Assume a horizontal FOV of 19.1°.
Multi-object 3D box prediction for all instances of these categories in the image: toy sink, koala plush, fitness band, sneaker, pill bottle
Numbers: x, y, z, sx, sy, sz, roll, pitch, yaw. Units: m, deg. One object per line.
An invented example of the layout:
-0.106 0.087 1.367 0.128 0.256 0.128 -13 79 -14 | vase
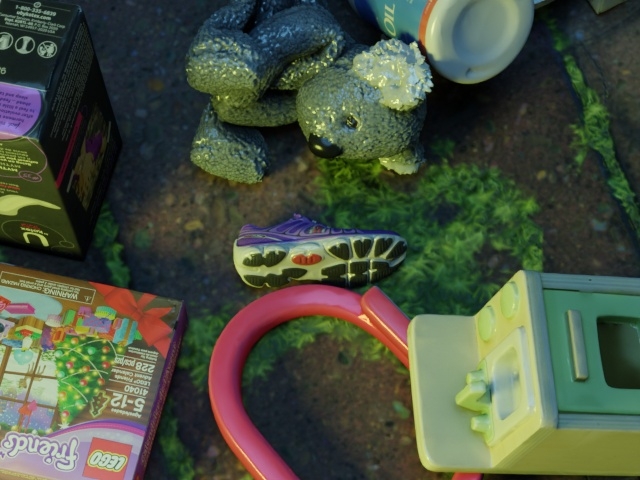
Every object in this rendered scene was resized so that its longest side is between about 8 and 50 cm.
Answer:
0.213 0.120 1.719 0.234 0.131 0.153 4 64 -17 | toy sink
0.009 -0.152 1.859 0.221 0.196 0.203 23 58 16 | koala plush
0.025 0.165 1.788 0.209 0.054 0.291 -38 69 -12 | fitness band
0.000 0.000 1.855 0.170 0.068 0.071 0 47 -5 | sneaker
0.100 -0.251 1.879 0.124 0.124 0.221 -34 41 -13 | pill bottle

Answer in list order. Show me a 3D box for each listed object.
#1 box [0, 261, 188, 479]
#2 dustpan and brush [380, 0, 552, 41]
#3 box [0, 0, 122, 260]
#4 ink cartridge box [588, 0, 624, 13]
-0.291 0.126 1.808 0.293 0.057 0.201 11 67 7 | box
0.153 -0.266 1.968 0.211 0.060 0.147 -40 63 16 | dustpan and brush
-0.298 -0.109 1.797 0.165 0.270 0.143 12 66 7 | box
0.281 -0.327 1.967 0.063 0.109 0.150 -26 68 -14 | ink cartridge box
